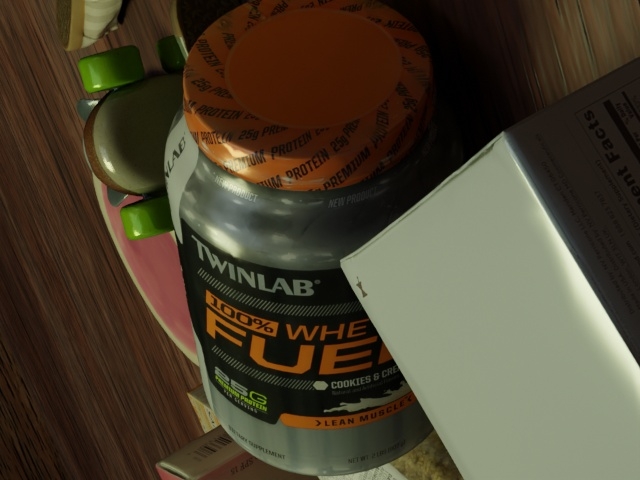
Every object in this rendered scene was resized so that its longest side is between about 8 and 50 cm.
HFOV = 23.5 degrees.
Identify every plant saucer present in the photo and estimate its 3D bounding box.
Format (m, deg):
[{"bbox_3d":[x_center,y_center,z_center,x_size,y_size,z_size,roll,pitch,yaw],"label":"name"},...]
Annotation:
[{"bbox_3d":[-0.129,0.004,1.521,0.332,0.084,0.332,49,158,28],"label":"plant saucer"}]

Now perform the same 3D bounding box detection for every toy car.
[{"bbox_3d":[-0.162,-0.087,1.341,0.188,0.149,0.155,-6,101,56],"label":"toy car"}]

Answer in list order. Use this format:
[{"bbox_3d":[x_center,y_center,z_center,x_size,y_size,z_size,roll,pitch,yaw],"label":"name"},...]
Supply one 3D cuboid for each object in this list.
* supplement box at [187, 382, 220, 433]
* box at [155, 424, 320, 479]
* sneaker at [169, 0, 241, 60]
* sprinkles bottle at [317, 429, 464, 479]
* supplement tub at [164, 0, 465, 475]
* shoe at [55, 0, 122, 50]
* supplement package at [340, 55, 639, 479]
[{"bbox_3d":[-0.116,0.211,1.834,0.098,0.036,0.062,21,137,61],"label":"supplement box"},{"bbox_3d":[-0.048,0.306,1.632,0.232,0.148,0.127,65,159,-12],"label":"box"},{"bbox_3d":[-0.070,-0.112,1.242,0.192,0.064,0.086,58,155,-1],"label":"sneaker"},{"bbox_3d":[0.087,0.187,1.179,0.355,0.121,0.121,33,146,53],"label":"sprinkles bottle"},{"bbox_3d":[0.000,0.000,1.035,0.193,0.193,0.316,47,156,35],"label":"supplement tub"},{"bbox_3d":[-0.208,-0.253,1.423,0.219,0.058,0.077,116,143,-62],"label":"shoe"},{"bbox_3d":[0.151,0.038,0.790,0.204,0.145,0.262,60,161,4],"label":"supplement package"}]
